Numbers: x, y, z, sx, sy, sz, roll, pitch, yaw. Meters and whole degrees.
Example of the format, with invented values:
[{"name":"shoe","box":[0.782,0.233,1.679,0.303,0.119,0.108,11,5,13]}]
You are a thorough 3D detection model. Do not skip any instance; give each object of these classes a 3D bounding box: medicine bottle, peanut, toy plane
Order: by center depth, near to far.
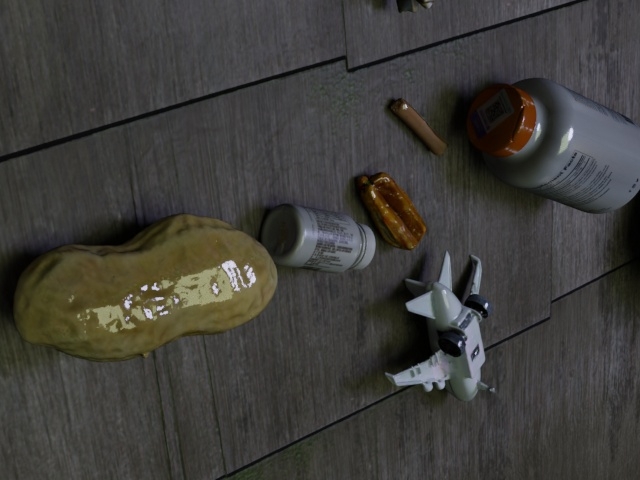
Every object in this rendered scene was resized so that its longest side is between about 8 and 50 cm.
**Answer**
[{"name":"peanut","box":[-0.189,0.053,1.273,0.313,0.149,0.149,-15,115,-32]},{"name":"medicine bottle","box":[0.000,0.000,1.453,0.140,0.079,0.079,9,99,-43]},{"name":"medicine bottle","box":[0.334,-0.140,1.644,0.289,0.157,0.157,15,95,-43]},{"name":"toy plane","box":[0.193,0.148,1.662,0.251,0.101,0.255,-49,132,-32]}]

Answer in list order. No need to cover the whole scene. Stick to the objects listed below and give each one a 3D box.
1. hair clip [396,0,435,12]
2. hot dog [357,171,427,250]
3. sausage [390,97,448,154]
[{"name":"hair clip","box":[0.089,-0.415,1.388,0.106,0.084,0.292,-20,113,-30]},{"name":"hot dog","box":[0.094,-0.040,1.551,0.062,0.038,0.144,-50,129,-12]},{"name":"sausage","box":[0.133,-0.154,1.552,0.116,0.026,0.026,39,79,-42]}]
